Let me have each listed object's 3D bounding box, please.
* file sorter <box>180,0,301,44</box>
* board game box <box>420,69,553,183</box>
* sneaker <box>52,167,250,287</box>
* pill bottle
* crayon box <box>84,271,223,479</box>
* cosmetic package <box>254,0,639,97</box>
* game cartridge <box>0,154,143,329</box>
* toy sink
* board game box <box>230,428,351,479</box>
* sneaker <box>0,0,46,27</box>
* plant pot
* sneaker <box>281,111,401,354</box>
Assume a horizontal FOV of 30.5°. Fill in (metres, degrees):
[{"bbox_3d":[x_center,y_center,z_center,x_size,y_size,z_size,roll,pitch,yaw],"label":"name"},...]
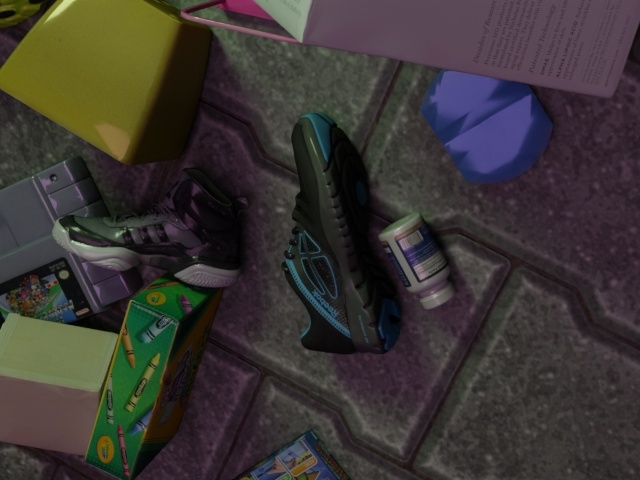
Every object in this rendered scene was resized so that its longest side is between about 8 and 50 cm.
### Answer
[{"bbox_3d":[-0.045,-0.398,1.426,0.202,0.182,0.291,15,111,13],"label":"file sorter"},{"bbox_3d":[0.214,-0.159,1.502,0.133,0.033,0.169,-31,101,19],"label":"board game box"},{"bbox_3d":[-0.230,-0.034,1.638,0.268,0.101,0.153,13,106,-7],"label":"sneaker"},{"bbox_3d":[0.132,0.029,1.569,0.067,0.067,0.120,-26,98,24],"label":"pill bottle"},{"bbox_3d":[-0.239,0.189,1.692,0.081,0.165,0.278,23,113,10],"label":"crayon box"},{"bbox_3d":[0.138,-0.283,1.289,0.384,0.217,0.156,5,112,-20],"label":"cosmetic package"},{"bbox_3d":[-0.462,0.038,1.779,0.355,0.068,0.230,-21,95,23],"label":"game cartridge"},{"bbox_3d":[-0.426,0.207,1.740,0.234,0.131,0.153,9,130,0],"label":"toy sink"},{"bbox_3d":[-0.051,0.389,1.766,0.201,0.035,0.136,-36,93,25],"label":"board game box"},{"bbox_3d":[-0.426,-0.381,1.619,0.295,0.109,0.124,-19,72,27],"label":"sneaker"},{"bbox_3d":[-0.262,-0.236,1.550,0.212,0.212,0.187,32,102,7],"label":"plant pot"},{"bbox_3d":[0.000,0.000,1.575,0.139,0.125,0.341,-8,102,26],"label":"sneaker"}]
